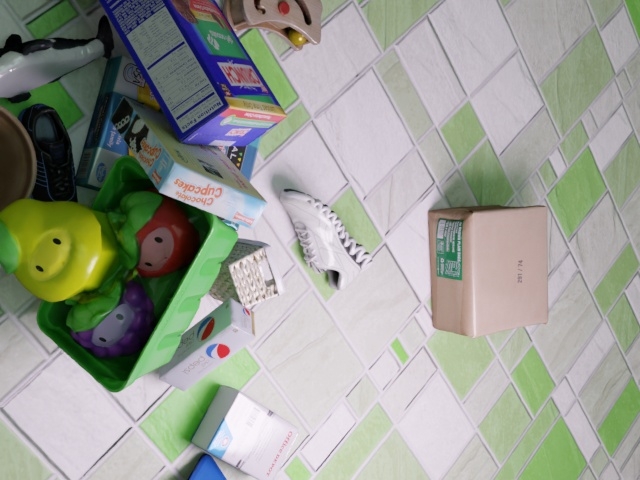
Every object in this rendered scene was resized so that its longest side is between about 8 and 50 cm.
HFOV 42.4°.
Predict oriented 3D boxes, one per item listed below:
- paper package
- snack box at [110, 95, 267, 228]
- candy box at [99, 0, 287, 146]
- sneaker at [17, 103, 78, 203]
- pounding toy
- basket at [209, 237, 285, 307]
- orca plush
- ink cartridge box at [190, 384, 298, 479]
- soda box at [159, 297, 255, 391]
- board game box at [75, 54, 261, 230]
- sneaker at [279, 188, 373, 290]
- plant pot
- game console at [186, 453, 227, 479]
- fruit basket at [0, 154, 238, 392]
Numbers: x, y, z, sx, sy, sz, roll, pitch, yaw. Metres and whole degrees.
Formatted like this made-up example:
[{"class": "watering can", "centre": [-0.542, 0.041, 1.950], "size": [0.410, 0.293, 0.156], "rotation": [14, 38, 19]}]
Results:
[{"class": "paper package", "centre": [0.442, 0.073, 2.162], "size": [0.310, 0.168, 0.324], "rotation": [-6, 97, -37]}, {"class": "snack box", "centre": [-0.236, -0.141, 1.440], "size": [0.187, 0.322, 0.060], "rotation": [22, 105, -36]}, {"class": "candy box", "centre": [-0.228, -0.333, 1.507], "size": [0.317, 0.122, 0.268], "rotation": [60, 18, 5]}, {"class": "sneaker", "centre": [-0.484, -0.131, 1.489], "size": [0.081, 0.090, 0.232], "rotation": [-23, 106, -34]}, {"class": "pounding toy", "centre": [-0.094, -0.498, 1.725], "size": [0.270, 0.155, 0.154], "rotation": [30, 70, -35]}, {"class": "basket", "centre": [-0.166, 0.068, 1.702], "size": [0.103, 0.167, 0.113], "rotation": [-26, 108, -27]}, {"class": "orca plush", "centre": [-0.505, -0.342, 1.458], "size": [0.287, 0.151, 0.102], "rotation": [-36, 82, -27]}, {"class": "ink cartridge box", "centre": [-0.160, 0.418, 1.774], "size": [0.191, 0.082, 0.139], "rotation": [41, 69, -33]}, {"class": "soda box", "centre": [-0.226, 0.208, 1.636], "size": [0.069, 0.216, 0.073], "rotation": [35, 29, -33]}, {"class": "board game box", "centre": [-0.289, -0.184, 1.643], "size": [0.336, 0.079, 0.253], "rotation": [18, 82, -36]}, {"class": "sneaker", "centre": [0.000, 0.000, 1.865], "size": [0.118, 0.110, 0.292], "rotation": [-50, 120, -14]}, {"class": "plant pot", "centre": [-0.610, -0.124, 1.382], "size": [0.237, 0.110, 0.237], "rotation": [-3, 94, -38]}, {"class": "game console", "centre": [-0.276, 0.646, 1.735], "size": [0.250, 0.173, 0.293], "rotation": [-27, 111, 0]}, {"class": "fruit basket", "centre": [-0.369, 0.044, 1.418], "size": [0.392, 0.283, 0.392], "rotation": [-42, 151, -29]}]
